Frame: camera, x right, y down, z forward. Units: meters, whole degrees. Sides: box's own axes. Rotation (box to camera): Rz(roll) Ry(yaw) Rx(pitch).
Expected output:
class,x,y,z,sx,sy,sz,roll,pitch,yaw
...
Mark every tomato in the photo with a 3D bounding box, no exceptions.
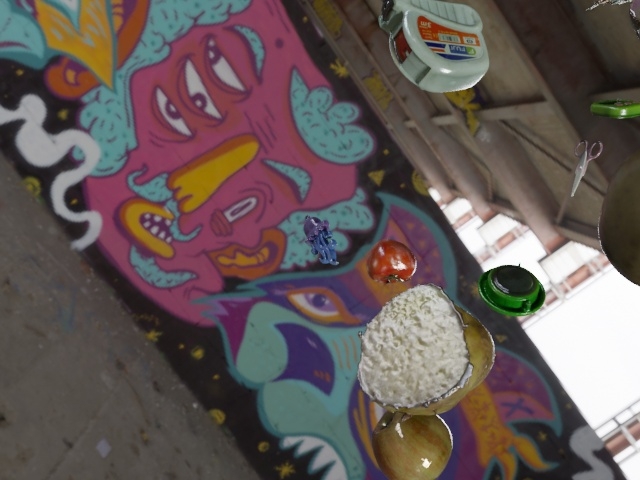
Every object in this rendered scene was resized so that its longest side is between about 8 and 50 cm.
class,x,y,z,sx,sy,sz,roll,pitch,yaw
tomato,0.250,0.071,2.241,0.187,0.187,0.152,48,44,-60

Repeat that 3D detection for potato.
class,x,y,z,sx,sy,sz,roll,pitch,yaw
potato,0.257,0.287,1.463,0.237,0.288,0.301,52,29,-49

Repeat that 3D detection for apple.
class,x,y,z,sx,sy,sz,roll,pitch,yaw
apple,0.282,0.645,2.018,0.234,0.257,0.257,38,5,-6

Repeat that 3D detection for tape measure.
class,x,y,z,sx,sy,sz,roll,pitch,yaw
tape measure,0.281,-0.483,1.569,0.125,0.243,0.246,134,-49,-63

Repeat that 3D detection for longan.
class,x,y,z,sx,sy,sz,roll,pitch,yaw
longan,0.828,-0.052,1.483,0.361,0.361,0.361,54,3,-5

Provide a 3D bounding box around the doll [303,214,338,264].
class,x,y,z,sx,sy,sz,roll,pitch,yaw
doll,0.000,0.000,1.991,0.067,0.110,0.206,6,46,-48

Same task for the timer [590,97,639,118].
class,x,y,z,sx,sy,sz,roll,pitch,yaw
timer,0.919,-0.407,1.967,0.128,0.140,0.047,-146,-133,-59

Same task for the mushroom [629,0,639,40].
class,x,y,z,sx,sy,sz,roll,pitch,yaw
mushroom,0.748,-0.453,1.328,0.188,0.141,0.117,37,12,35

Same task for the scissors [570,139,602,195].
class,x,y,z,sx,sy,sz,roll,pitch,yaw
scissors,0.772,-0.214,1.877,0.022,0.176,0.085,22,-4,-38

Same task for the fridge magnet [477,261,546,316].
class,x,y,z,sx,sy,sz,roll,pitch,yaw
fridge magnet,0.596,0.150,1.980,0.208,0.207,0.088,-122,-158,-44

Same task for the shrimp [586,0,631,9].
class,x,y,z,sx,sy,sz,roll,pitch,yaw
shrimp,0.898,-0.745,1.894,0.090,0.232,0.079,56,9,-26
